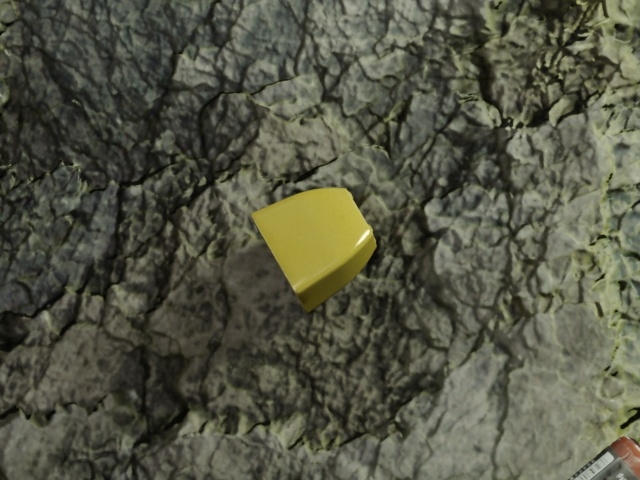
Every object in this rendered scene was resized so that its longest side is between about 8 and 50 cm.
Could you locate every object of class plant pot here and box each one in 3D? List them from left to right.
[{"bbox_3d":[0.000,0.000,1.425,0.083,0.081,0.081,-30,74,-1],"label":"plant pot"}]

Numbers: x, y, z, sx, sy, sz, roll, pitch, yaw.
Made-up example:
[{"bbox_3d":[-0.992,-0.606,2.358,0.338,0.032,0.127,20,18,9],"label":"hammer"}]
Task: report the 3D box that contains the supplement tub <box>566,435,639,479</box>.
[{"bbox_3d":[0.196,0.250,1.305,0.198,0.106,0.106,-41,73,1],"label":"supplement tub"}]
